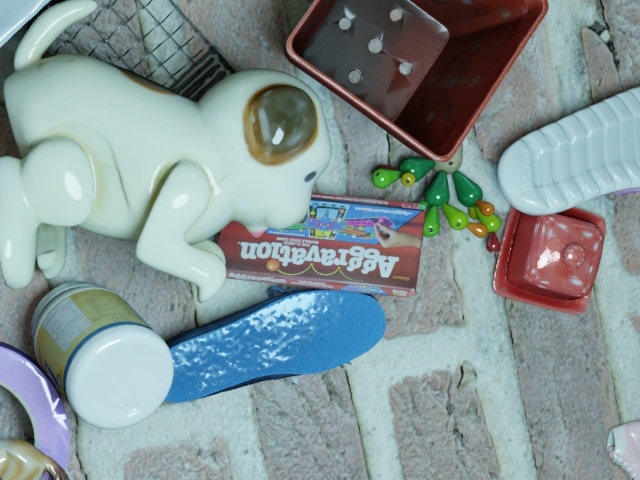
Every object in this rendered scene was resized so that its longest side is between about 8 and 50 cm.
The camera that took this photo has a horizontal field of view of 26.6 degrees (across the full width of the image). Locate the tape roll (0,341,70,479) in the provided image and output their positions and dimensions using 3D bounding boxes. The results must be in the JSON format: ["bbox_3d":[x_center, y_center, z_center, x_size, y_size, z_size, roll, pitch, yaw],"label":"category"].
[{"bbox_3d":[-0.478,0.268,1.821,0.275,0.090,0.274,0,91,-12],"label":"tape roll"}]

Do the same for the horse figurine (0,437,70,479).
[{"bbox_3d":[-0.434,0.312,1.753,0.263,0.066,0.174,12,94,-10],"label":"horse figurine"}]

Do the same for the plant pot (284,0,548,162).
[{"bbox_3d":[0.107,-0.282,1.875,0.267,0.236,0.267,35,84,-10],"label":"plant pot"}]

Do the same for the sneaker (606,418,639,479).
[{"bbox_3d":[0.472,0.343,2.062,0.070,0.051,0.134,-8,89,-11],"label":"sneaker"}]

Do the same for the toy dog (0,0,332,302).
[{"bbox_3d":[-0.189,-0.111,1.756,0.408,0.284,0.395,-3,84,0],"label":"toy dog"}]

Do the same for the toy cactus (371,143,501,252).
[{"bbox_3d":[0.176,-0.081,1.977,0.219,0.112,0.180,18,68,-10],"label":"toy cactus"}]

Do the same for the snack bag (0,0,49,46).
[{"bbox_3d":[-0.545,-0.300,1.743,0.342,0.037,0.323,-44,65,-9],"label":"snack bag"}]

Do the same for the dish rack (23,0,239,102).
[{"bbox_3d":[-0.251,-0.257,1.877,0.208,0.074,0.271,-43,99,-9],"label":"dish rack"}]

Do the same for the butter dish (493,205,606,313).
[{"bbox_3d":[0.355,0.022,1.996,0.160,0.118,0.160,15,86,-12],"label":"butter dish"}]

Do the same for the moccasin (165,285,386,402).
[{"bbox_3d":[-0.083,0.129,1.895,0.342,0.117,0.137,-10,98,-9],"label":"moccasin"}]

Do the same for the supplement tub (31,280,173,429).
[{"bbox_3d":[-0.294,0.146,1.788,0.144,0.200,0.144,-12,116,-26],"label":"supplement tub"}]

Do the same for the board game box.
[{"bbox_3d":[0.000,0.000,1.879,0.281,0.027,0.145,6,58,7],"label":"board game box"}]

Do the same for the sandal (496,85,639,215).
[{"bbox_3d":[0.447,-0.135,2.030,0.416,0.102,0.169,-11,76,-15],"label":"sandal"}]
